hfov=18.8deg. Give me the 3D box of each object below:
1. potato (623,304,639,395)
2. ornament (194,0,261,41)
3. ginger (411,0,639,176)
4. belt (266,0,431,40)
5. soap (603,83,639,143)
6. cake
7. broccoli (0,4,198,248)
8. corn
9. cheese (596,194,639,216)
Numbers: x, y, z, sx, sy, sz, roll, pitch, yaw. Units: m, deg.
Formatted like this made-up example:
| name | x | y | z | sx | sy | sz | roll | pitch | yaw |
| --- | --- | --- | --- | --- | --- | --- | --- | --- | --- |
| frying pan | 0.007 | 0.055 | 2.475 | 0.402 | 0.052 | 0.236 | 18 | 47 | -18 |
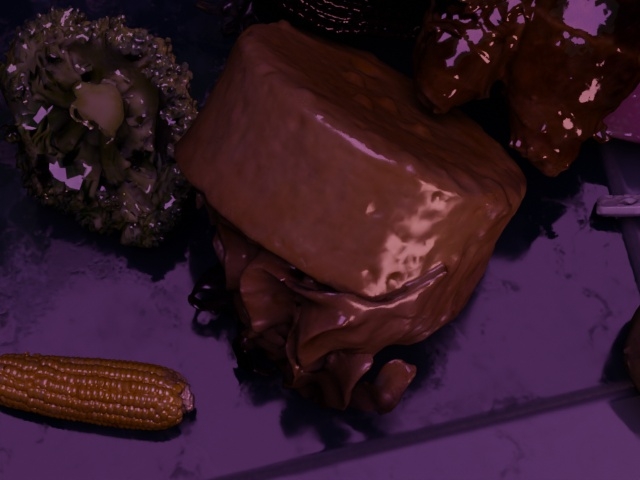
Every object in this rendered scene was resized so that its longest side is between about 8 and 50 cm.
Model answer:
| name | x | y | z | sx | sy | sz | roll | pitch | yaw |
| --- | --- | --- | --- | --- | --- | --- | --- | --- | --- |
| potato | 0.413 | 0.097 | 1.887 | 0.235 | 0.160 | 0.178 | -8 | 50 | 5 |
| ornament | -0.010 | -0.277 | 2.014 | 0.236 | 0.080 | 0.202 | -42 | 84 | -14 |
| ginger | 0.201 | -0.243 | 1.804 | 0.274 | 0.152 | 0.358 | -27 | 114 | -20 |
| belt | 0.057 | -0.297 | 1.899 | 0.289 | 0.164 | 0.184 | 3 | 108 | -23 |
| soap | 0.377 | -0.221 | 1.947 | 0.181 | 0.081 | 0.259 | 12 | 103 | -6 |
| cake | -0.006 | -0.001 | 1.837 | 0.332 | 0.332 | 0.321 | 31 | 108 | 7 |
| broccoli | -0.213 | -0.111 | 1.911 | 0.198 | 0.176 | 0.226 | -15 | 56 | 3 |
| corn | -0.225 | 0.146 | 1.891 | 0.206 | 0.067 | 0.067 | 8 | 74 | 3 |
| cheese | 0.406 | -0.037 | 1.957 | 0.251 | 0.127 | 0.054 | -1 | 114 | 10 |
